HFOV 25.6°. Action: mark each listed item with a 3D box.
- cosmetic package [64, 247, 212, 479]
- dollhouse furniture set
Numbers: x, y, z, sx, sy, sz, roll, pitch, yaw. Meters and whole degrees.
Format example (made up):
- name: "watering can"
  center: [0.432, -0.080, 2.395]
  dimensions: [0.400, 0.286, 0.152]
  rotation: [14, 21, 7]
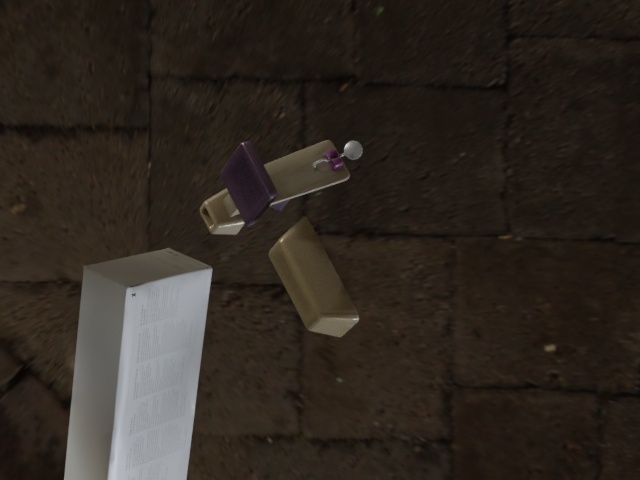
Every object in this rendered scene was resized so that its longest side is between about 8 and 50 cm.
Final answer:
- name: "cosmetic package"
  center: [-0.158, 0.132, 1.190]
  dimensions: [0.060, 0.099, 0.239]
  rotation: [22, 112, 34]
- name: "dollhouse furniture set"
  center: [0.000, 0.000, 0.802]
  dimensions: [0.081, 0.091, 0.114]
  rotation: [-21, 76, -29]
